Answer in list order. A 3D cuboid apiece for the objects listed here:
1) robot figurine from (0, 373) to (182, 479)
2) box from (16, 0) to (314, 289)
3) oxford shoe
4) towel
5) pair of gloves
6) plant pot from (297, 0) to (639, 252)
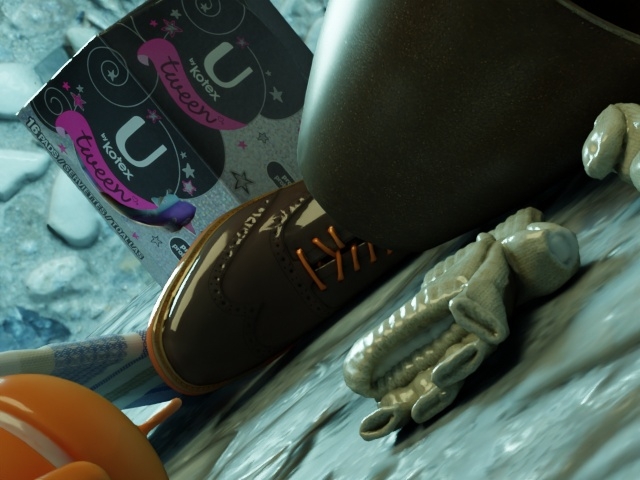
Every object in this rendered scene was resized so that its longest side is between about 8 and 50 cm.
[{"bbox_3d":[-0.147,0.142,0.699,0.219,0.128,0.158,-43,-35,-37],"label":"robot figurine"},{"bbox_3d":[-0.072,-0.064,1.247,0.142,0.247,0.163,-35,7,48],"label":"box"},{"bbox_3d":[0.000,0.000,1.077,0.271,0.097,0.098,-42,12,-28],"label":"oxford shoe"},{"bbox_3d":[-0.173,0.093,1.131,0.285,0.034,0.209,-9,-15,-37],"label":"towel"},{"bbox_3d":[0.109,-0.013,0.716,0.240,0.042,0.204,-37,6,25],"label":"pair of gloves"},{"bbox_3d":[0.085,-0.105,0.923,0.230,0.215,0.215,-52,-4,40],"label":"plant pot"}]
